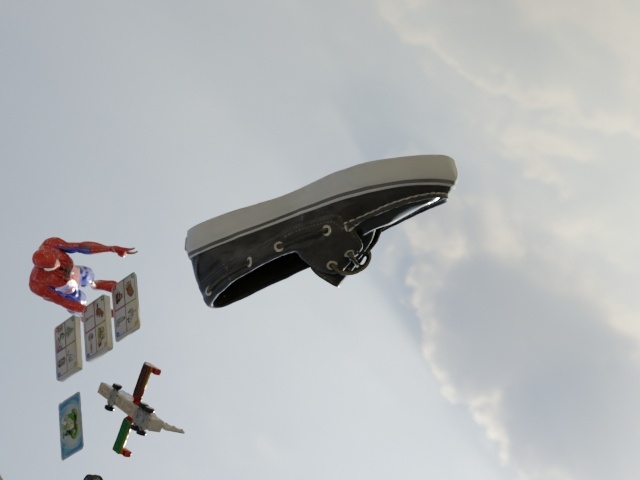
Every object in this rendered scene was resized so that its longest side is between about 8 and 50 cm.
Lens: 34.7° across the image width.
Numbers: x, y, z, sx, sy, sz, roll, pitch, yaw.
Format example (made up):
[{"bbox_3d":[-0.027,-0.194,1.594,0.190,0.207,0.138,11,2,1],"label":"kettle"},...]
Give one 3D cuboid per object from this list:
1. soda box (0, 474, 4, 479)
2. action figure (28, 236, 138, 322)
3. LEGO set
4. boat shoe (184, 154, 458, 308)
[{"bbox_3d":[-0.211,0.201,0.549,0.091,0.286,0.098,-27,-114,-31],"label":"soda box"},{"bbox_3d":[-0.304,0.064,1.396,0.139,0.092,0.280,10,166,10],"label":"action figure"},{"bbox_3d":[-0.256,0.186,1.265,0.060,0.182,0.244,19,-131,-43],"label":"LEGO set"},{"bbox_3d":[0.000,0.000,0.764,0.080,0.228,0.076,18,-122,-66],"label":"boat shoe"}]
